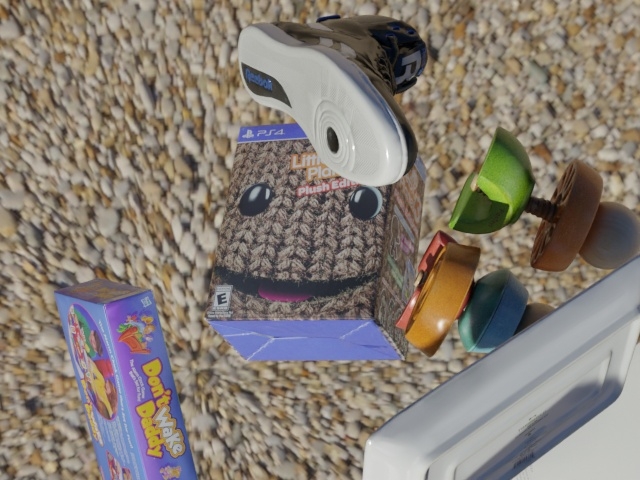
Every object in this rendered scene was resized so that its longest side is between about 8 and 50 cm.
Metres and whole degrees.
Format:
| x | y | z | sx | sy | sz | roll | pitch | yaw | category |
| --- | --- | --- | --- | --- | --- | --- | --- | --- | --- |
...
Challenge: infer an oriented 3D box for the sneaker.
| x | y | z | sx | sy | sz | roll | pitch | yaw | category |
| --- | --- | --- | --- | --- | --- | --- | --- | --- | --- |
| 0.038 | -0.113 | 0.853 | 0.121 | 0.217 | 0.079 | -14 | 124 | -24 | sneaker |

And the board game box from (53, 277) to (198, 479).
| x | y | z | sx | sy | sz | roll | pitch | yaw | category |
| --- | --- | --- | --- | --- | --- | --- | --- | --- | --- |
| -0.290 | 0.240 | 1.842 | 0.078 | 0.233 | 0.347 | -17 | 101 | -28 | board game box |

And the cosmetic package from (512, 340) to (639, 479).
| x | y | z | sx | sy | sz | roll | pitch | yaw | category |
| --- | --- | --- | --- | --- | --- | --- | --- | --- | --- |
| 0.401 | 0.291 | 1.596 | 0.156 | 0.385 | 0.217 | -1 | 64 | -29 | cosmetic package |

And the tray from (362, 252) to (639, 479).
| x | y | z | sx | sy | sz | roll | pitch | yaw | category |
| --- | --- | --- | --- | --- | --- | --- | --- | --- | --- |
| 0.135 | 0.121 | 0.840 | 0.270 | 0.145 | 0.030 | -29 | 51 | -30 | tray |

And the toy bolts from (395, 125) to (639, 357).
| x | y | z | sx | sy | sz | roll | pitch | yaw | category |
| --- | --- | --- | --- | --- | --- | --- | --- | --- | --- |
| 0.170 | 0.052 | 1.091 | 0.158 | 0.228 | 0.218 | 25 | 58 | 1 | toy bolts |

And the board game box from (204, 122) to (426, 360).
| x | y | z | sx | sy | sz | roll | pitch | yaw | category |
| --- | --- | --- | --- | --- | --- | --- | --- | --- | --- |
| 0.000 | 0.000 | 1.610 | 0.232 | 0.141 | 0.291 | -3 | 62 | 20 | board game box |
